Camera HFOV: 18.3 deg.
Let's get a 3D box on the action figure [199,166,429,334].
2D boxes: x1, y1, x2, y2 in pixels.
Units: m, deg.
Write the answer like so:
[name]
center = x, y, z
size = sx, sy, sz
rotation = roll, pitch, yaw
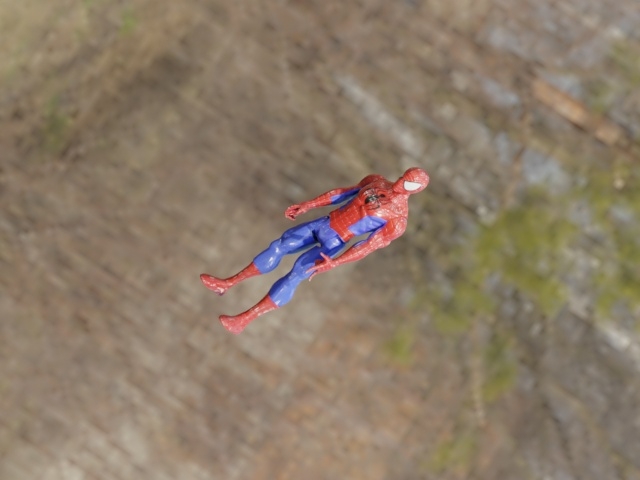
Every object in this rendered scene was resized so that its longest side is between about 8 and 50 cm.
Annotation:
[action figure]
center = 0.000, 0.000, 0.900
size = 0.115, 0.038, 0.030
rotation = -32, 150, 11
